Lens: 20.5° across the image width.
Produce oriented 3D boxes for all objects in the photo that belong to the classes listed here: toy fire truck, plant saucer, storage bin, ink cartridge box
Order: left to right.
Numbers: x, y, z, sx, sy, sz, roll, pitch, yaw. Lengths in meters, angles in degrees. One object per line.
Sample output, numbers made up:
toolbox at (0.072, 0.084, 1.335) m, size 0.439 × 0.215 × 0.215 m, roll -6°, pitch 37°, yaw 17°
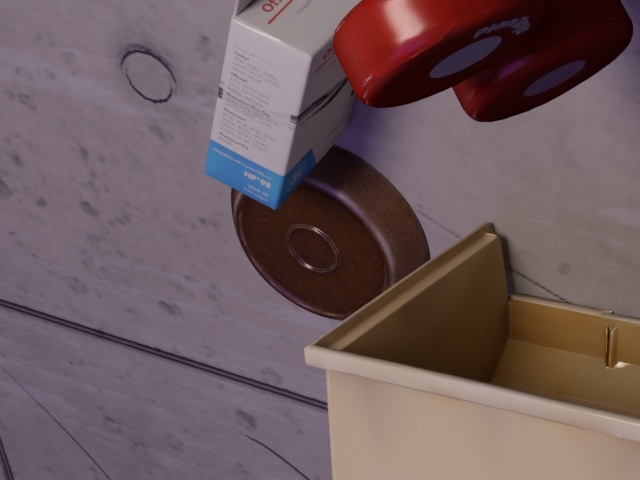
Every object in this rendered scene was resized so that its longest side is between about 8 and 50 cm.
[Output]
ink cartridge box at (-0.014, -0.120, 1.150) m, size 0.060 × 0.104 × 0.180 m, roll 29°, pitch 140°, yaw 12°
plant saucer at (0.000, 0.000, 1.311) m, size 0.168 × 0.029 × 0.168 m, roll 21°, pitch 138°, yaw 20°
toy fire truck at (0.119, -0.193, 0.859) m, size 0.254 × 0.302 × 0.169 m, roll -31°, pitch 77°, yaw 25°
storage bin at (0.172, 0.096, 1.097) m, size 0.262 × 0.260 × 0.123 m, roll 10°, pitch 115°, yaw 30°
